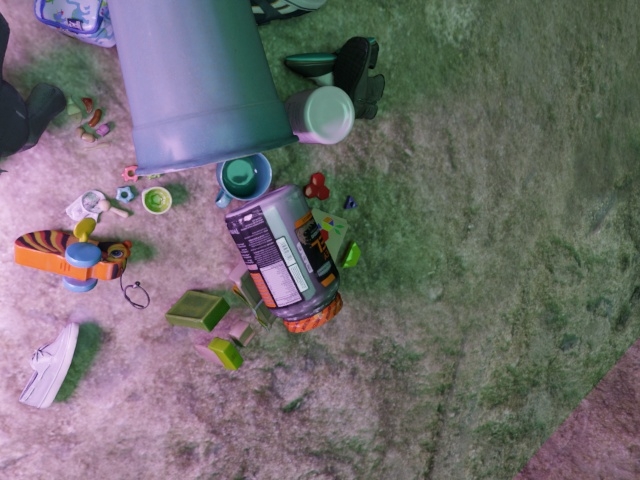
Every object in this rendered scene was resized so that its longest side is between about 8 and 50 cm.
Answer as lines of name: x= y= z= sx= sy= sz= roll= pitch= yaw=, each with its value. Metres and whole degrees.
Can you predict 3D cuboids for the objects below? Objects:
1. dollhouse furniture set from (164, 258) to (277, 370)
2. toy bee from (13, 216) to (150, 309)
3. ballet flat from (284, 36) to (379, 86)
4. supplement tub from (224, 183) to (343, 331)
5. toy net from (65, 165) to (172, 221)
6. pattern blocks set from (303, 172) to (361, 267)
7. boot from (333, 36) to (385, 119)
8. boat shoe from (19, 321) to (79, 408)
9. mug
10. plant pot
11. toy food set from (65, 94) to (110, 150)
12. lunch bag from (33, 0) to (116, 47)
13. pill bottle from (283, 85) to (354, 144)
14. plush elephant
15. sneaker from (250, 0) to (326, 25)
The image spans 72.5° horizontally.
dollhouse furniture set: x=-0.234 y=0.173 z=1.206 sx=0.301 sy=0.151 sz=0.198 roll=-53 pitch=129 yaw=-37
toy bee: x=-0.522 y=0.051 z=1.013 sx=0.298 sy=0.162 sz=0.195 roll=41 pitch=116 yaw=-15
ballet flat: x=0.040 y=-0.463 z=1.159 sx=0.280 sy=0.095 sz=0.096 roll=-21 pitch=126 yaw=-19
supplement tub: x=-0.081 y=0.047 z=1.106 sx=0.207 sy=0.207 sz=0.338 roll=-28 pitch=104 yaw=-16
toy net: x=-0.479 y=-0.105 z=1.031 sx=0.232 sy=0.045 sz=0.122 roll=-16 pitch=110 yaw=-21
pattern blocks set: x=0.000 y=0.000 z=1.277 sx=0.285 sy=0.026 sz=0.325 roll=34 pitch=79 yaw=-28
boot: x=0.112 y=-0.423 z=1.153 sx=0.161 sy=0.083 sz=0.247 roll=-30 pitch=150 yaw=-36
boat shoe: x=-0.647 y=0.295 z=1.036 sx=0.081 sy=0.079 sz=0.228 roll=23 pitch=96 yaw=-32
mug: x=-0.212 y=-0.167 z=1.110 sx=0.157 sy=0.097 sz=0.130 roll=-23 pitch=112 yaw=-18
plant pot: x=-0.242 y=-0.330 z=0.863 sx=0.341 sy=0.341 sz=0.334 roll=-18 pitch=107 yaw=-20
toy food set: x=-0.521 y=-0.268 z=0.986 sx=0.077 sy=0.019 sz=0.122 roll=-16 pitch=102 yaw=-21
lunch bag: x=-0.466 y=-0.513 z=0.871 sx=0.176 sy=0.090 sz=0.219 roll=22 pitch=95 yaw=14
pill bottle: x=-0.023 y=-0.308 z=1.087 sx=0.131 sy=0.229 sz=0.131 roll=-6 pitch=106 yaw=-24
plush elephant: x=-0.683 y=-0.233 z=0.796 sx=0.255 sy=0.272 sz=0.330 roll=7 pitch=75 yaw=1
sneaker: x=-0.129 y=-0.588 z=1.036 sx=0.321 sy=0.127 sz=0.126 roll=-19 pitch=84 yaw=-45
